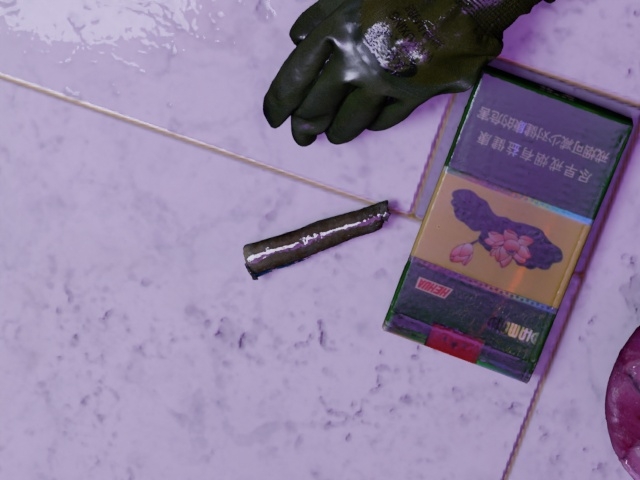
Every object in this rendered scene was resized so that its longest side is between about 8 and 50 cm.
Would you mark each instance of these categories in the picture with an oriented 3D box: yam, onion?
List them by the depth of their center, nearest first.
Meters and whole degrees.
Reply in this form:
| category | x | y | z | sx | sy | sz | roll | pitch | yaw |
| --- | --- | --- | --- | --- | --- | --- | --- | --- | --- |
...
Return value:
| category | x | y | z | sx | sy | sz | roll | pitch | yaw |
| --- | --- | --- | --- | --- | --- | --- | --- | --- | --- |
| onion | 0.308 | 0.126 | 1.479 | 0.177 | 0.153 | 0.177 | -10 | 126 | -15 |
| yam | 0.000 | 0.000 | 1.544 | 0.129 | 0.027 | 0.033 | -18 | 71 | 13 |

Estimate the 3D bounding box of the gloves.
| category | x | y | z | sx | sy | sz | roll | pitch | yaw |
| --- | --- | --- | --- | --- | --- | --- | --- | --- | --- |
| gloves | 0.068 | -0.161 | 1.458 | 0.268 | 0.107 | 0.135 | -35 | 68 | 17 |

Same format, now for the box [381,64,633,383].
| category | x | y | z | sx | sy | sz | roll | pitch | yaw |
| --- | --- | --- | --- | --- | --- | --- | --- | --- | --- |
| box | 0.150 | -0.012 | 1.520 | 0.132 | 0.034 | 0.235 | 20 | 107 | 1 |
